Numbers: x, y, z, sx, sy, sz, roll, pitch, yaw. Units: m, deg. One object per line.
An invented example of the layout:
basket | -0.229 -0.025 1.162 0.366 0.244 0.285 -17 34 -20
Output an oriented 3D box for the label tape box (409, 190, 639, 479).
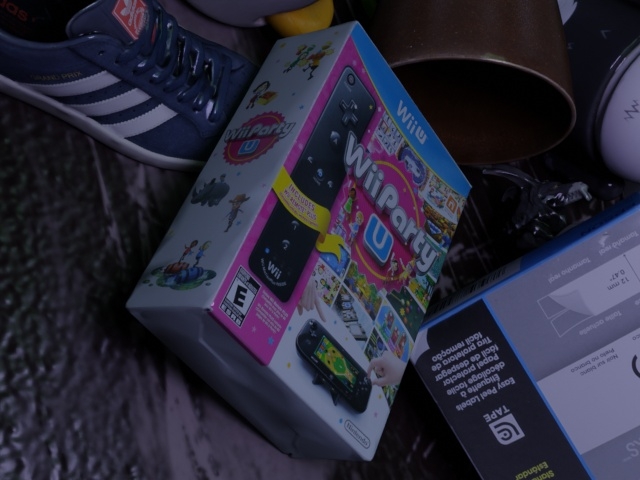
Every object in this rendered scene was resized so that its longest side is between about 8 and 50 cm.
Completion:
label tape box | 0.269 0.166 0.949 0.347 0.249 0.115 59 15 2

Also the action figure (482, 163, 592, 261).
action figure | 0.275 0.027 1.071 0.275 0.141 0.164 63 17 0

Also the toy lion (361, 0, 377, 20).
toy lion | 0.083 -0.268 1.143 0.100 0.034 0.096 -22 77 -36

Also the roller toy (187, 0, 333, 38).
roller toy | -0.058 -0.304 0.992 0.209 0.146 0.191 18 72 -32

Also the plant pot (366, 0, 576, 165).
plant pot | 0.145 -0.223 1.035 0.215 0.215 0.230 18 68 -26

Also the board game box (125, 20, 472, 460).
board game box | 0.000 0.000 0.900 0.224 0.098 0.303 49 50 -35

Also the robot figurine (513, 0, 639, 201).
robot figurine | 0.305 -0.174 1.115 0.174 0.278 0.209 -40 137 -8

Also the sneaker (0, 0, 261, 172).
sneaker | -0.160 -0.161 0.868 0.350 0.148 0.131 16 64 -27

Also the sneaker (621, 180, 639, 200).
sneaker | 0.445 -0.092 1.269 0.164 0.086 0.226 19 61 -23
